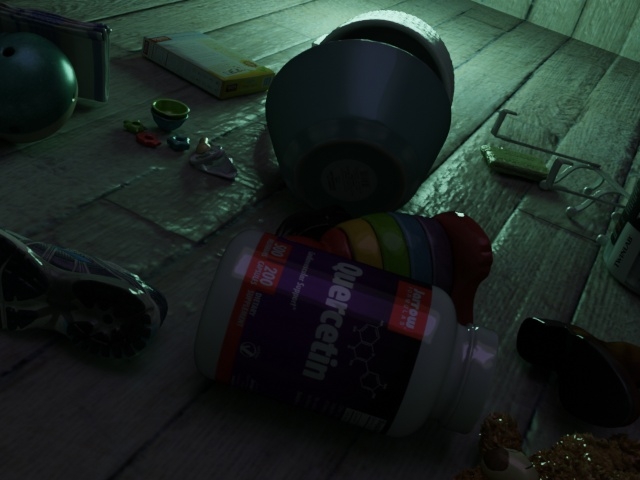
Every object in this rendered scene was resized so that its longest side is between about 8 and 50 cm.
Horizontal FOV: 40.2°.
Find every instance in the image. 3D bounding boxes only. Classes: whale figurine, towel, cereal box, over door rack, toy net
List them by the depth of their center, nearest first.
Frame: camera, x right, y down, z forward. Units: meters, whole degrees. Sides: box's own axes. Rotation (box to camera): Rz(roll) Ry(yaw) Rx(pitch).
[{"bbox_3d":[-0.524,-0.257,1.373,0.272,0.141,0.216,9,61,-1],"label":"whale figurine"},{"bbox_3d":[-0.501,-0.330,1.500,0.285,0.209,0.034,12,62,-7],"label":"towel"},{"bbox_3d":[-0.234,-0.175,1.514,0.232,0.045,0.122,36,34,30],"label":"toy net"},{"bbox_3d":[0.481,-0.105,1.680,0.324,0.108,0.239,24,21,-31],"label":"over door rack"},{"bbox_3d":[0.416,-0.161,1.852,0.148,0.027,0.110,12,26,-10],"label":"towel"},{"bbox_3d":[-0.239,-0.378,1.867,0.240,0.047,0.173,32,32,26],"label":"cereal box"}]

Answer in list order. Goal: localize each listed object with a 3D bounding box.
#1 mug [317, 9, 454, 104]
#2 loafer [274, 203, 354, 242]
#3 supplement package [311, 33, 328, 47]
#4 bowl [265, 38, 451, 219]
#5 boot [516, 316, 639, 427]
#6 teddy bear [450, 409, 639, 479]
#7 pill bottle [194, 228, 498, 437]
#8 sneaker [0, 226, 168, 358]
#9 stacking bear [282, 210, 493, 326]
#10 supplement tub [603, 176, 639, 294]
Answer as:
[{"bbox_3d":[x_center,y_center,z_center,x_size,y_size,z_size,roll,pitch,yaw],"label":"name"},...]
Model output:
[{"bbox_3d":[0.080,-0.304,1.724,0.374,0.276,0.328,-10,18,15],"label":"mug"},{"bbox_3d":[0.000,0.000,1.294,0.078,0.080,0.220,29,30,21],"label":"loafer"},{"bbox_3d":[0.065,-0.380,1.973,0.179,0.105,0.105,21,28,10],"label":"supplement package"},{"bbox_3d":[0.055,-0.150,1.409,0.311,0.311,0.163,13,47,-7],"label":"bowl"},{"bbox_3d":[0.436,0.192,1.164,0.280,0.096,0.264,13,4,-15],"label":"boot"},{"bbox_3d":[0.274,0.267,0.942,0.338,0.113,0.245,10,27,-13],"label":"teddy bear"},{"bbox_3d":[0.030,0.114,1.005,0.323,0.181,0.181,17,29,1],"label":"pill bottle"},{"bbox_3d":[-0.314,0.056,1.036,0.283,0.110,0.122,23,11,6],"label":"sneaker"},{"bbox_3d":[0.056,0.043,1.183,0.289,0.175,0.164,-3,36,-19],"label":"stacking bear"},{"bbox_3d":[0.631,-0.060,1.492,0.193,0.316,0.193,12,29,-7],"label":"supplement tub"}]
